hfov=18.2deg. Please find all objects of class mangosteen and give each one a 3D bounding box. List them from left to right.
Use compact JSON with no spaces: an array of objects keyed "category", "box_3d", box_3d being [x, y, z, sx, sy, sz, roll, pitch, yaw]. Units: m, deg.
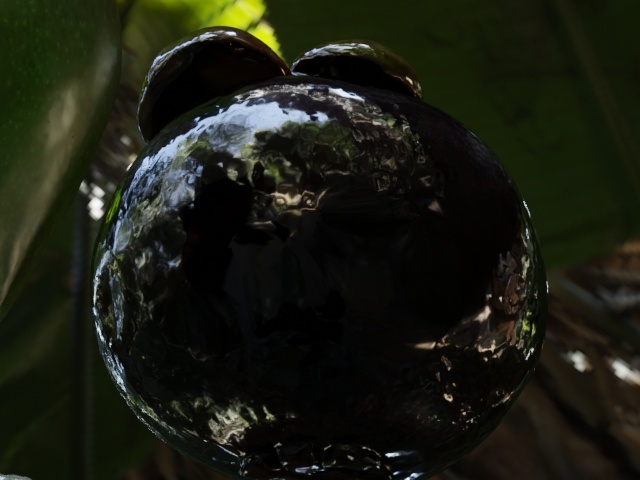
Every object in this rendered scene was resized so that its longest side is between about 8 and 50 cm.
[{"category":"mangosteen","box_3d":[0.000,0.000,1.663,0.382,0.382,0.435,23,-126,-35]}]

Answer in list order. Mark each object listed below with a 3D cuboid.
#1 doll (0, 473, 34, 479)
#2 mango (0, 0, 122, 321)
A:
[{"category":"doll","box_3d":[-0.176,0.200,1.027,0.149,0.278,0.175,54,-141,-12]},{"category":"mango","box_3d":[-0.252,-0.081,1.339,0.225,0.201,0.382,5,-109,4]}]
